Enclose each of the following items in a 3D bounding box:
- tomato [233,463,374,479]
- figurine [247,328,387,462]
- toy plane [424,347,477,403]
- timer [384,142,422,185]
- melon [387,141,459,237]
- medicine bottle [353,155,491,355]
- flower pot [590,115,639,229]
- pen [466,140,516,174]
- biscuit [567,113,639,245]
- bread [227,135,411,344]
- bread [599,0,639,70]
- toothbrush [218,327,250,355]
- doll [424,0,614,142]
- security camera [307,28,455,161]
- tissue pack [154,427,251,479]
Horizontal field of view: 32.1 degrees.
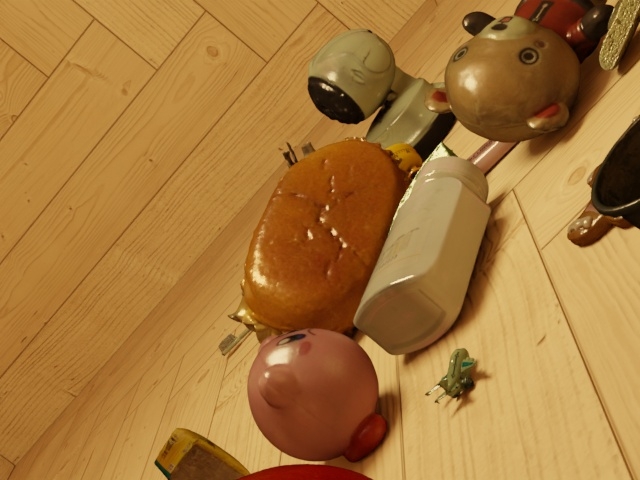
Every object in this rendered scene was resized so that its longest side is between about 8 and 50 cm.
[{"bbox_3d":[-0.044,0.323,0.950,0.299,0.226,0.298,-52,10,13],"label":"tomato"},{"bbox_3d":[-0.010,0.188,1.384,0.173,0.173,0.173,-48,12,13],"label":"figurine"},{"bbox_3d":[0.152,0.148,1.232,0.080,0.033,0.083,-43,7,39],"label":"toy plane"},{"bbox_3d":[0.129,-0.133,2.010,0.107,0.109,0.107,-27,-31,-18],"label":"timer"},{"bbox_3d":[0.158,-0.014,1.672,0.114,0.053,0.262,26,87,42],"label":"melon"},{"bbox_3d":[0.148,0.011,1.495,0.161,0.111,0.296,-39,18,38],"label":"medicine bottle"},{"bbox_3d":[0.332,-0.053,0.987,0.157,0.107,0.157,-45,15,15],"label":"flower pot"},{"bbox_3d":[0.251,-0.125,1.714,0.197,0.032,0.053,-45,13,21],"label":"pen"},{"bbox_3d":[0.342,-0.084,1.240,0.205,0.031,0.138,-56,12,-30],"label":"biscuit"},{"bbox_3d":[0.013,0.003,1.781,0.183,0.236,0.389,109,179,-62],"label":"bread"},{"bbox_3d":[0.426,-0.325,1.516,0.112,0.036,0.193,-22,-45,-68],"label":"bread"},{"bbox_3d":[-0.107,0.134,2.302,0.294,0.028,0.026,-44,14,9],"label":"toothbrush"},{"bbox_3d":[0.304,-0.273,1.620,0.235,0.174,0.330,16,54,33],"label":"doll"},{"bbox_3d":[0.105,-0.275,2.124,0.191,0.277,0.197,-51,12,-8],"label":"security camera"},{"bbox_3d":[-0.173,0.342,1.653,0.082,0.120,0.169,-55,11,-11],"label":"tissue pack"}]
